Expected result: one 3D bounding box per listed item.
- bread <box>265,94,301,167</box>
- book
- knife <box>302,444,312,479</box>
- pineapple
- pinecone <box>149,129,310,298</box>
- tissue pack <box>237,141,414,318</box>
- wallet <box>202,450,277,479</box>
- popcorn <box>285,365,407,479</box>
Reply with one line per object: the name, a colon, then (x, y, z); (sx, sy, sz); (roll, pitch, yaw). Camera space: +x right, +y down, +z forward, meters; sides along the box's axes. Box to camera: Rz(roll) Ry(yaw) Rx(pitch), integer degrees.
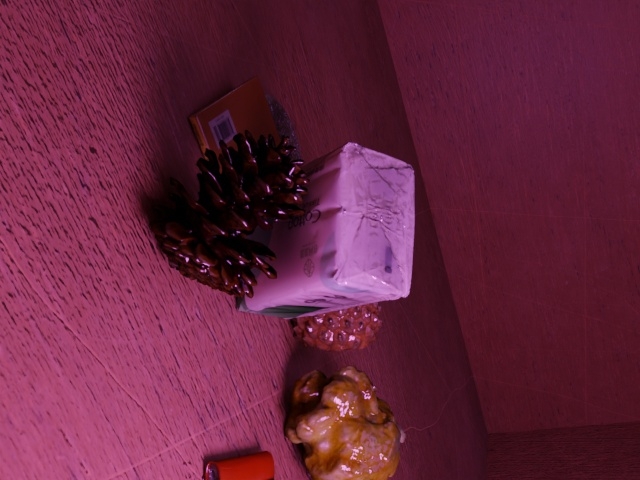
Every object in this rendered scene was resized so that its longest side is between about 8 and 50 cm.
bread: (-0.107, -0.232, 1.617); (0.267, 0.040, 0.267); (-11, 90, -70)
book: (-0.140, -0.140, 1.435); (0.262, 0.028, 0.374); (-52, 130, -52)
knife: (-0.020, 0.529, 1.487); (0.035, 0.018, 0.248); (-3, 80, -65)
pineapple: (0.029, 0.065, 1.535); (0.223, 0.222, 0.358); (-19, 105, -70)
pinecone: (-0.133, -0.049, 1.098); (0.246, 0.292, 0.246); (39, 4, -4)
tissue pack: (-0.001, 0.000, 1.258); (0.193, 0.356, 0.266); (15, 69, -31)
wallet: (-0.134, 0.453, 1.166); (0.204, 0.045, 0.142); (28, 54, -65)
popcorn: (0.048, 0.410, 1.416); (0.276, 0.225, 0.276); (55, -3, 4)
